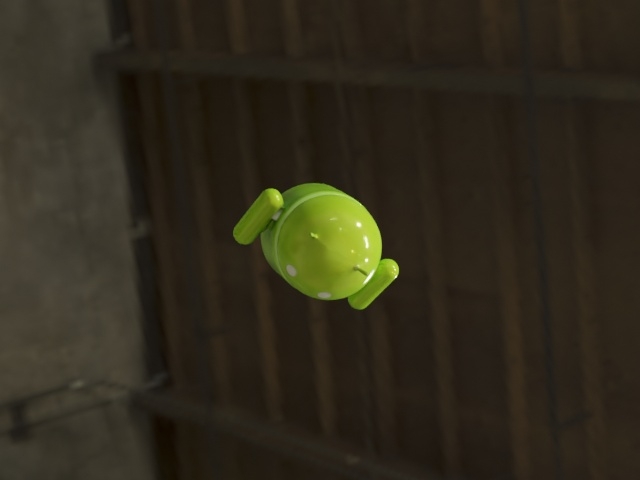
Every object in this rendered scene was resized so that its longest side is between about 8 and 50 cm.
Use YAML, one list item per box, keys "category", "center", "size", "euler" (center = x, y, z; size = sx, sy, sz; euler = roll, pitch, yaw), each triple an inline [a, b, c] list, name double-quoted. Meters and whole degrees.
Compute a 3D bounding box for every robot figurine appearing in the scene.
- category: "robot figurine"
  center: [0.000, 0.000, 1.190]
  size: [0.067, 0.101, 0.115]
  euler: [-57, -166, 1]
